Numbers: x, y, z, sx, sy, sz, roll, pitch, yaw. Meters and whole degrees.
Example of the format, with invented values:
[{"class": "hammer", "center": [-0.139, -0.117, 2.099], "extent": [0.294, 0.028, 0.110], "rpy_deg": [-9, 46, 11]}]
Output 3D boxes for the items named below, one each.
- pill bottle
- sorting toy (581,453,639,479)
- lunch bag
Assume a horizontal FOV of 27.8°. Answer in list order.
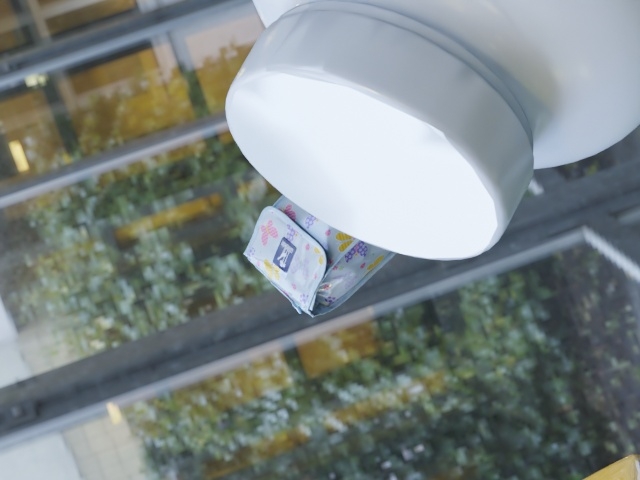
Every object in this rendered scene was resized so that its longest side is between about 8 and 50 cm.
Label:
[{"class": "pill bottle", "center": [0.069, -0.126, 0.431], "extent": [0.146, 0.146, 0.264], "rpy_deg": [80, -146, -61]}, {"class": "sorting toy", "center": [0.137, 0.246, 0.493], "extent": [0.196, 0.047, 0.347], "rpy_deg": [-52, 39, 33]}, {"class": "lunch bag", "center": [0.000, 0.000, 0.822], "extent": [0.071, 0.083, 0.053], "rpy_deg": [44, 176, 36]}]
